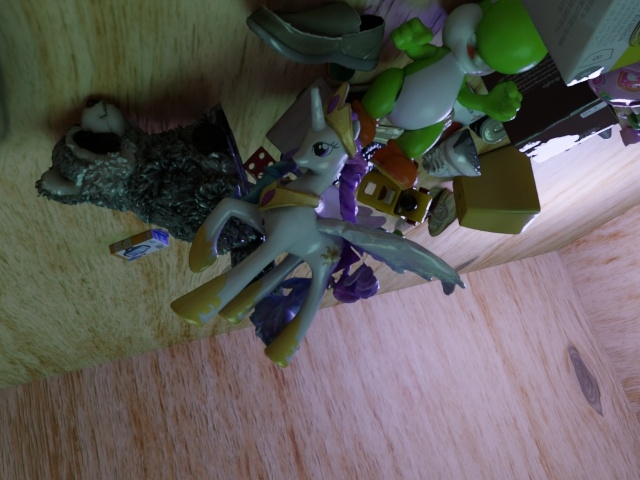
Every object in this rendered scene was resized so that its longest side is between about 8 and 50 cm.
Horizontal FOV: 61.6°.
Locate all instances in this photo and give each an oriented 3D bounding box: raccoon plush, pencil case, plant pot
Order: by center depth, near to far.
[{"bbox_3d":[0.532,-0.350,0.835,0.284,0.124,0.124,-60,160,-4],"label":"pencil case"},{"bbox_3d":[-0.254,-0.020,0.888,0.299,0.447,0.216,-18,-171,-3],"label":"raccoon plush"},{"bbox_3d":[0.495,-0.138,1.561,0.187,0.212,0.212,-5,162,3],"label":"plant pot"}]

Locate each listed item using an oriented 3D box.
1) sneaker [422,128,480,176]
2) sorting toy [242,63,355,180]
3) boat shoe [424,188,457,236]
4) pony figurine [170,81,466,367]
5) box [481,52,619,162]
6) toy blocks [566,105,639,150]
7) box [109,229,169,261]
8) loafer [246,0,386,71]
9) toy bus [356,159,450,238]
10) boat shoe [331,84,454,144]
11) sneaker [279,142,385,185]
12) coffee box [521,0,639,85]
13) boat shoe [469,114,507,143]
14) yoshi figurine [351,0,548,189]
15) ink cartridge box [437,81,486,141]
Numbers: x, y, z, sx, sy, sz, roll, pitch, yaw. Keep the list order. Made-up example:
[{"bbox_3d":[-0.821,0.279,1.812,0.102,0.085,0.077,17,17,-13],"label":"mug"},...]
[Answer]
[{"bbox_3d":[0.311,-0.190,1.291,0.129,0.111,0.297,-13,178,12],"label":"sneaker"},{"bbox_3d":[-0.018,-0.179,0.919,0.274,0.046,0.132,-50,123,-3],"label":"sorting toy"},{"bbox_3d":[0.415,-0.094,1.805,0.104,0.089,0.285,-40,171,-18],"label":"boat shoe"},{"bbox_3d":[0.000,0.000,0.790,0.363,0.303,0.351,-51,132,0],"label":"pony figurine"},{"bbox_3d":[0.430,-0.287,1.025,0.168,0.203,0.167,-28,159,32],"label":"box"},{"bbox_3d":[0.710,-0.239,1.180,0.308,0.260,0.288,-29,-175,15],"label":"toy blocks"},{"bbox_3d":[-0.449,0.012,1.355,0.136,0.028,0.081,-19,162,9],"label":"box"},{"bbox_3d":[0.003,-0.308,0.771,0.251,0.094,0.087,-12,140,-46],"label":"loafer"},{"bbox_3d":[0.190,-0.105,1.352,0.202,0.191,0.104,-28,159,30],"label":"toy bus"},{"bbox_3d":[0.124,-0.247,1.013,0.302,0.109,0.098,-6,158,-13],"label":"boat shoe"},{"bbox_3d":[0.032,-0.198,1.116,0.283,0.124,0.107,-28,139,-48],"label":"sneaker"},{"bbox_3d":[0.318,-0.390,0.389,0.334,0.338,0.338,-18,163,-2],"label":"coffee box"},{"bbox_3d":[0.453,-0.306,1.230,0.233,0.079,0.084,-28,120,-1],"label":"boat shoe"},{"bbox_3d":[0.207,-0.253,0.825,0.362,0.203,0.203,-45,157,7],"label":"yoshi figurine"},{"bbox_3d":[0.267,-0.279,1.155,0.145,0.045,0.179,-27,163,25],"label":"ink cartridge box"}]
